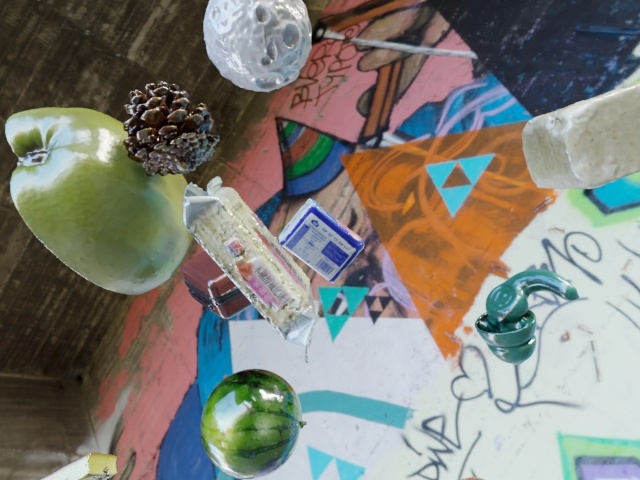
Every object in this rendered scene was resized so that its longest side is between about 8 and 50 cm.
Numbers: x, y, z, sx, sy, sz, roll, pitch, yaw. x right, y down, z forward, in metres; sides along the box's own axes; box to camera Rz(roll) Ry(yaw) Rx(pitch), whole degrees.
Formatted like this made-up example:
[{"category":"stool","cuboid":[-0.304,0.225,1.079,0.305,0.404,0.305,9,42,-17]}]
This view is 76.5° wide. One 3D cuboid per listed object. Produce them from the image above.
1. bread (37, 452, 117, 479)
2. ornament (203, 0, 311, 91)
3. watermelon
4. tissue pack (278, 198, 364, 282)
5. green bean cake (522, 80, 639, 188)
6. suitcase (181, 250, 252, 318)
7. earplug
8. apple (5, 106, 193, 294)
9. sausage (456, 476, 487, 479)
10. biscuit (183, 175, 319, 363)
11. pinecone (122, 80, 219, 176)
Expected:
[{"category":"bread","cuboid":[-0.557,0.525,0.865,0.226,0.049,0.088,-29,-33,3]},{"category":"ornament","cuboid":[-0.191,-0.627,1.259,0.337,0.337,0.337,-21,-53,-30]},{"category":"watermelon","cuboid":[-0.161,0.431,0.970,0.242,0.242,0.242,-21,-53,-30]},{"category":"tissue pack","cuboid":[0.000,0.000,1.543,0.270,0.137,0.209,37,-87,-17]},{"category":"green bean cake","cuboid":[0.317,-0.117,0.417,0.179,0.109,0.085,-18,-82,8]},{"category":"suitcase","cuboid":[-0.329,0.129,1.412,0.236,0.297,0.161,-31,-61,-29]},{"category":"earplug","cuboid":[0.578,0.225,1.169,0.258,0.164,0.280,-10,-76,12]},{"category":"apple","cuboid":[-0.425,-0.083,0.812,0.311,0.320,0.360,-65,-24,-16]},{"category":"sausage","cuboid":[0.133,0.326,0.417,0.094,0.097,0.348,-19,-40,-25]},{"category":"biscuit","cuboid":[-0.100,0.035,0.665,0.079,0.186,0.309,-37,-80,10]},{"category":"pinecone","cuboid":[-0.263,-0.191,0.700,0.174,0.174,0.173,-21,-53,-30]}]
